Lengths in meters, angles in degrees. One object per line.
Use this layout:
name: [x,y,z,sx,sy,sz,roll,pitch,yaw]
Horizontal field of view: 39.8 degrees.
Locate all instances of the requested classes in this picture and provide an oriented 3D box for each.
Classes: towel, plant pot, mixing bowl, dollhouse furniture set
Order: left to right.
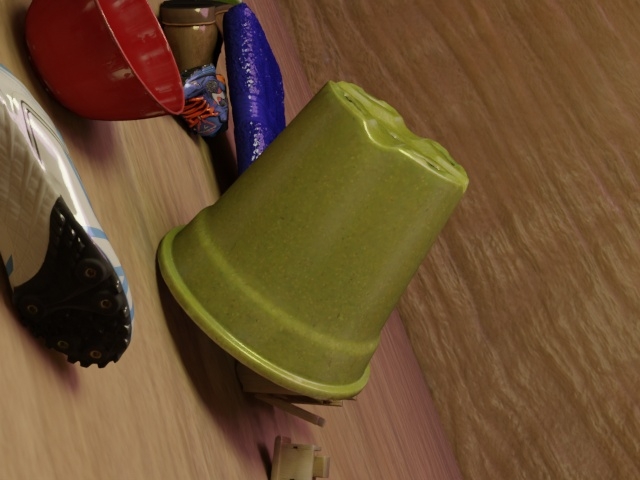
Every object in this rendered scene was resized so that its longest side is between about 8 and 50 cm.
mixing bowl: [-0.215,-0.183,0.843,0.181,0.098,0.181,-24,90,-81]
towel: [-0.090,-0.182,1.371,0.227,0.076,0.308,79,3,-74]
dollhouse furniture set: [-0.029,0.219,1.070,0.182,0.101,0.160,47,46,-67]
plant pot: [0.012,-0.018,0.937,0.276,0.254,0.276,34,18,-12]

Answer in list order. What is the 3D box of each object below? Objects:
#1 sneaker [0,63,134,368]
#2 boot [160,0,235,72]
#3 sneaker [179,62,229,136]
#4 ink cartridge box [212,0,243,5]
sneaker: [-0.192,-0.021,0.614,0.086,0.085,0.237,-74,141,-69]
boot: [-0.197,-0.326,1.412,0.305,0.112,0.115,-85,173,-70]
sneaker: [-0.166,-0.191,1.233,0.221,0.083,0.087,-22,94,-79]
ink cartridge box: [-0.241,-0.507,1.533,0.255,0.097,0.188,0,67,-79]
